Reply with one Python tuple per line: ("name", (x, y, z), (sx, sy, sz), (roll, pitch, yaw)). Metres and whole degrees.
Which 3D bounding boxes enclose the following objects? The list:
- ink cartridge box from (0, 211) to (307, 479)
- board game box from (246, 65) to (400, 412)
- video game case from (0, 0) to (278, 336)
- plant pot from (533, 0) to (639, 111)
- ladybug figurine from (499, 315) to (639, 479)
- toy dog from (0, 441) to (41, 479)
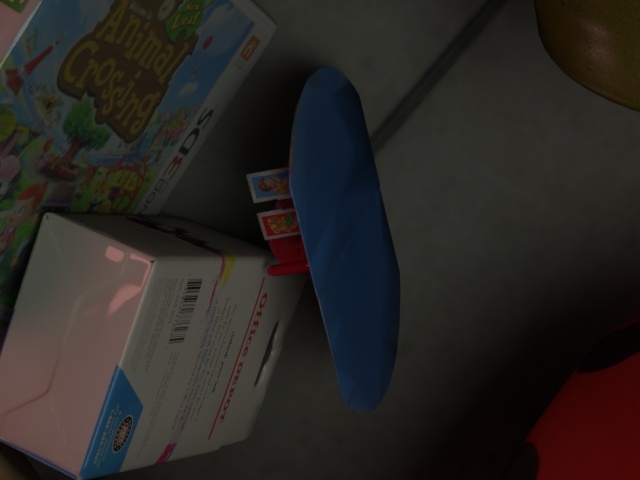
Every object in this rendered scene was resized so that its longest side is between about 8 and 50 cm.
("ink cartridge box", (-0.078, 0.046, 0.936), (0.181, 0.061, 0.104), (2, 109, -68))
("board game box", (0.000, 0.000, 0.971), (0.033, 0.133, 0.168), (-6, 113, 18))
("video game case", (-0.107, -0.046, 0.871), (0.193, 0.023, 0.212), (-58, 161, 0))
("plant pot", (0.199, -0.252, 0.871), (0.366, 0.366, 0.353), (-20, 124, -17))
("ladybug figurine", (0.148, 0.203, 1.015), (0.449, 0.162, 0.305), (-59, 162, -4))
("toy dog", (-0.259, 0.077, 0.839), (0.334, 0.161, 0.220), (28, 92, -27))
